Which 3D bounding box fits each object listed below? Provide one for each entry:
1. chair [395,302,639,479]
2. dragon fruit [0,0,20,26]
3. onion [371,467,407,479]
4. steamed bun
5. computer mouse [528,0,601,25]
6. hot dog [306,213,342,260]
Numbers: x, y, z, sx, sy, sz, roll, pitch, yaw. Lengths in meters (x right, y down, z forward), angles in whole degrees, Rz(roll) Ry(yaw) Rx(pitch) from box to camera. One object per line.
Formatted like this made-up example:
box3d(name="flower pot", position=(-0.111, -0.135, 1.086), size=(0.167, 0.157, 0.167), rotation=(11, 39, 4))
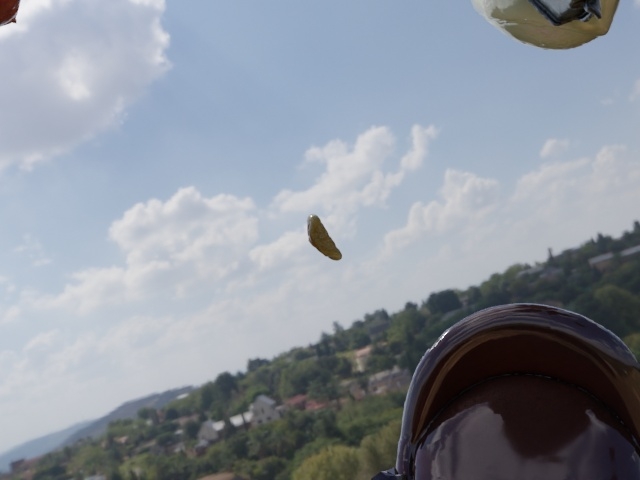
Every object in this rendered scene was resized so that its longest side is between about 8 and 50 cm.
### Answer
box3d(name="chair", position=(0.189, 0.261, 0.660), size=(0.226, 0.227, 0.401), rotation=(-18, -45, 0))
box3d(name="dragon fruit", position=(-0.496, -0.378, 0.934), size=(0.227, 0.224, 0.224), rotation=(1, -17, -36))
box3d(name="onion", position=(0.029, 0.205, 0.356), size=(0.184, 0.147, 0.184), rotation=(-14, -36, -11))
box3d(name="steamed bun", position=(0.272, -0.345, 0.886), size=(0.154, 0.200, 0.250), rotation=(12, 20, -8))
box3d(name="computer mouse", position=(0.218, -0.312, 0.723), size=(0.071, 0.231, 0.126), rotation=(-36, -27, 5))
box3d(name="hot dog", position=(0.000, 0.000, 1.179), size=(0.034, 0.090, 0.030), rotation=(-33, 8, -10))
